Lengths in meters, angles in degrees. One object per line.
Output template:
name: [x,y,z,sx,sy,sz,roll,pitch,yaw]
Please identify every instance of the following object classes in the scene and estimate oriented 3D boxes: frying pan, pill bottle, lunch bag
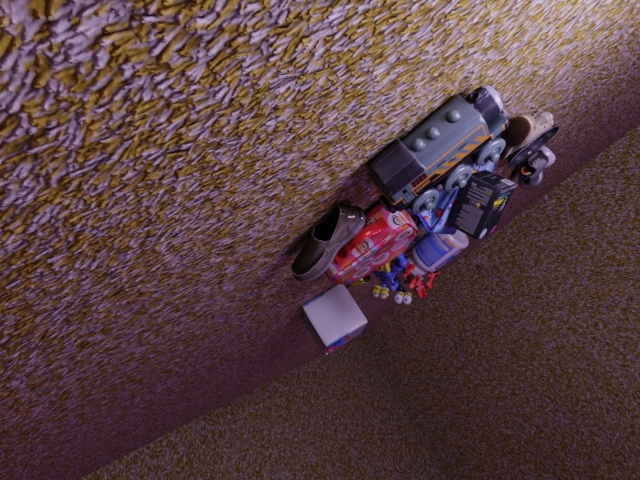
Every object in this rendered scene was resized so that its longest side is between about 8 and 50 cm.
frying pan: [0.752,-0.326,1.565,0.197,0.053,0.326,-39,163,17]
pill bottle: [0.507,0.044,1.945,0.152,0.152,0.272,-12,153,-49]
lunch bag: [0.422,-0.166,1.321,0.293,0.138,0.221,-51,154,22]
lunch bag: [0.133,0.012,1.265,0.293,0.120,0.258,-37,161,13]

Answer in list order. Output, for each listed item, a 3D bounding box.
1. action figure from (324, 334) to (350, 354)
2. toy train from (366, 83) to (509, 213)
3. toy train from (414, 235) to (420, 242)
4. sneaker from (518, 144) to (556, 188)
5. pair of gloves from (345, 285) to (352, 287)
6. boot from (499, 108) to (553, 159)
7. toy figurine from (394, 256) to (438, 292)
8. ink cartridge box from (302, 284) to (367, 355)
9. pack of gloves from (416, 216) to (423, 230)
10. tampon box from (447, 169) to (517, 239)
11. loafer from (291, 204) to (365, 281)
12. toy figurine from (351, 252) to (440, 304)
action figure: [0.065,0.412,1.706,0.115,0.030,0.038,-33,164,2]
toy train: [0.256,-0.188,0.949,0.334,0.142,0.190,-38,152,13]
toy train: [0.383,-0.003,1.816,0.036,0.027,0.158,-29,166,22]
sneaker: [0.842,-0.282,1.763,0.108,0.100,0.271,-32,159,-3]
pair of gloves: [0.137,0.196,1.933,0.083,0.010,0.074,-19,158,-36]
boot: [0.602,-0.329,1.259,0.165,0.077,0.213,-31,167,-5]
toy figurine: [0.463,0.162,2.211,0.210,0.148,0.213,-10,154,-39]
ink cartridge box: [0.053,0.343,1.863,0.198,0.197,0.270,-29,161,-13]
pack of gloves: [0.384,-0.079,1.623,0.195,0.046,0.232,-38,169,-24]
tampon box: [0.457,-0.102,1.238,0.120,0.101,0.160,-20,134,-44]
loafer: [0.000,0.000,1.088,0.087,0.094,0.251,23,115,-40]
toy figurine: [0.203,0.052,1.493,0.363,0.217,0.191,11,-139,47]
